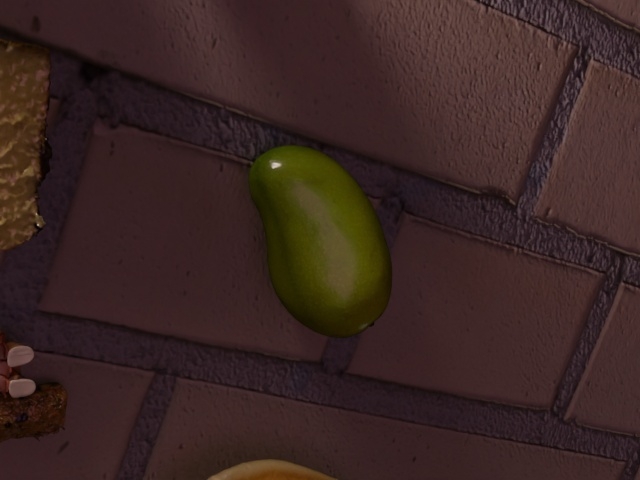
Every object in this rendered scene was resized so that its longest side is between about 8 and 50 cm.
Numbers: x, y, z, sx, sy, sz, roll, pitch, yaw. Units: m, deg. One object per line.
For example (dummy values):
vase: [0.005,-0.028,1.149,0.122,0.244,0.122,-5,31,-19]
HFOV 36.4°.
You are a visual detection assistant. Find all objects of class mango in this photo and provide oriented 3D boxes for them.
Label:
mango: [0.000,0.000,1.358,0.175,0.143,0.293,-27,107,-10]

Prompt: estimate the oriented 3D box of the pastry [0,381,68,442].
pastry: [-0.404,0.228,1.275,0.140,0.056,0.080,-3,116,-33]

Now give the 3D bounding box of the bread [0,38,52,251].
bread: [-0.404,-0.119,1.106,0.160,0.147,0.261,-9,118,-34]

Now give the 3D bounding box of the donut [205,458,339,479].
donut: [-0.087,0.529,1.458,0.448,0.198,0.449,-9,109,-26]

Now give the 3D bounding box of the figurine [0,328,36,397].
figurine: [-0.460,0.169,1.200,0.195,0.102,0.112,-3,96,-30]
